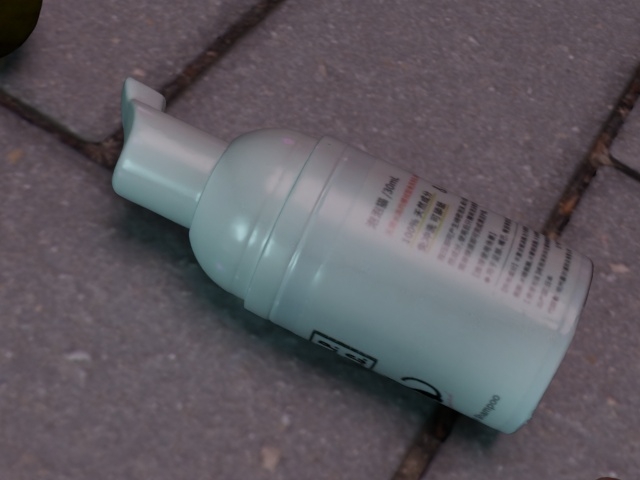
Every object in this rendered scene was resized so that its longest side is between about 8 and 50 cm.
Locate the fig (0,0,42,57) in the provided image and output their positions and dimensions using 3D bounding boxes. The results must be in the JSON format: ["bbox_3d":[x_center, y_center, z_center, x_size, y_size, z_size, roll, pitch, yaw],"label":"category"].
[{"bbox_3d":[-0.272,-0.218,1.046,0.124,0.124,0.236,27,21,3],"label":"fig"}]

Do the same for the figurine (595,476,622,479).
[{"bbox_3d":[0.410,0.197,0.892,0.420,0.154,0.193,20,79,-14],"label":"figurine"}]

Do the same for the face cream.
[{"bbox_3d":[0.000,0.000,0.908,0.369,0.145,0.145,24,45,3],"label":"face cream"}]
